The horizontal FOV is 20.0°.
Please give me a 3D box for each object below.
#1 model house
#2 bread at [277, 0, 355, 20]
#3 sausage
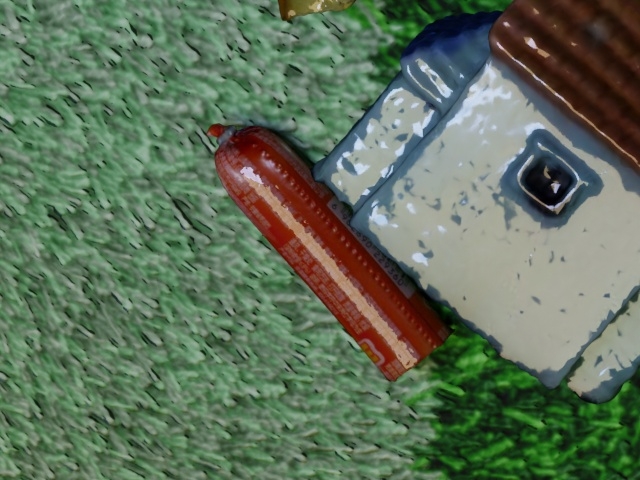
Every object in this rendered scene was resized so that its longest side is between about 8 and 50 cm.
[{"bbox_3d":[0.215,-0.096,1.319,0.295,0.252,0.329,40,123,4],"label":"model house"},{"bbox_3d":[0.007,-0.351,1.325,0.077,0.138,0.361,4,122,6],"label":"bread"},{"bbox_3d":[0.000,0.000,1.573,0.274,0.074,0.074,49,126,-6],"label":"sausage"}]
